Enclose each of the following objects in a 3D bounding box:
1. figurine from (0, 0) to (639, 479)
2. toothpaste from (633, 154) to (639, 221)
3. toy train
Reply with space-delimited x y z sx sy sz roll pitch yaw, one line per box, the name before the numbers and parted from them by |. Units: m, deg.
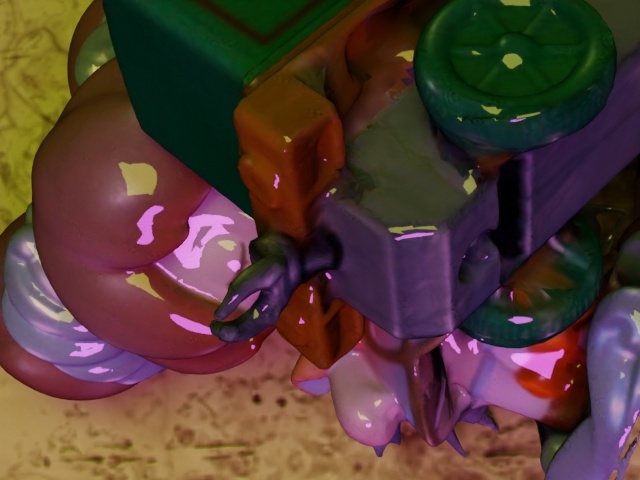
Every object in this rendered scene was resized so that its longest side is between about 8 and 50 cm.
figurine | 0.000 -0.001 0.917 0.388 0.248 0.276 19 82 6
toothpaste | 0.209 -0.040 0.984 0.045 0.028 0.169 4 70 14
toy train | 0.076 -0.114 0.770 0.249 0.178 0.429 35 64 29
